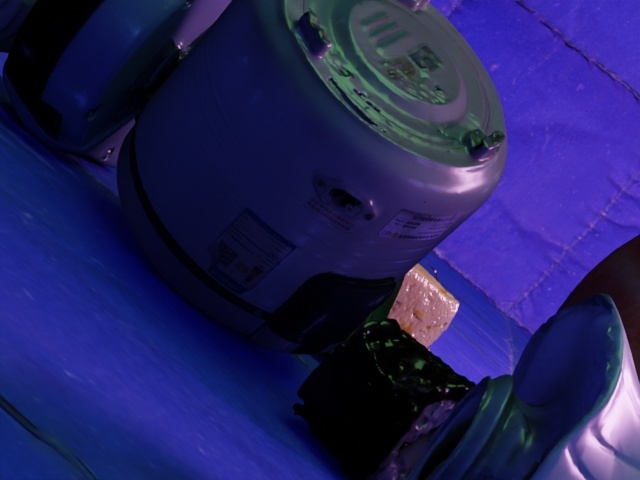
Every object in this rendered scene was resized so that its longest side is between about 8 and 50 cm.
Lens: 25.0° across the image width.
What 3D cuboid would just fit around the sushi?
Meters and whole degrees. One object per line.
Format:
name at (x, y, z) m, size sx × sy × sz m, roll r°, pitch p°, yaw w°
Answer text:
sushi at (0.043, 0.103, 0.887) m, size 0.084 × 0.094 × 0.098 m, roll 41°, pitch 11°, yaw 29°

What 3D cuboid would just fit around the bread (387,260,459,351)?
bread at (0.085, 0.055, 1.503) m, size 0.109 × 0.084 × 0.080 m, roll 38°, pitch 9°, yaw -23°

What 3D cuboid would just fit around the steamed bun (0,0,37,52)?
steamed bun at (-0.275, -0.209, 1.094) m, size 0.183 × 0.106 × 0.183 m, roll 41°, pitch 2°, yaw -2°

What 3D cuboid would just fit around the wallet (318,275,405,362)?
wallet at (0.002, -0.002, 1.201) m, size 0.160 × 0.055 × 0.236 m, roll 39°, pitch 28°, yaw -6°

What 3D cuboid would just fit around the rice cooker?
rice cooker at (-0.008, -0.053, 0.981) m, size 0.226 × 0.244 × 0.226 m, roll 29°, pitch 37°, yaw -25°

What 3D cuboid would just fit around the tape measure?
tape measure at (-0.147, -0.144, 1.067) m, size 0.107 × 0.182 × 0.181 m, roll 41°, pitch 8°, yaw 4°

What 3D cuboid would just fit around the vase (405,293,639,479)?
vase at (0.233, 0.218, 0.646) m, size 0.445 × 0.250 × 0.250 m, roll 36°, pitch 6°, yaw -2°

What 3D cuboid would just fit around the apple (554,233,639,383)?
apple at (0.337, 0.160, 1.095) m, size 0.364 × 0.364 × 0.364 m, roll 40°, pitch 6°, yaw -5°
